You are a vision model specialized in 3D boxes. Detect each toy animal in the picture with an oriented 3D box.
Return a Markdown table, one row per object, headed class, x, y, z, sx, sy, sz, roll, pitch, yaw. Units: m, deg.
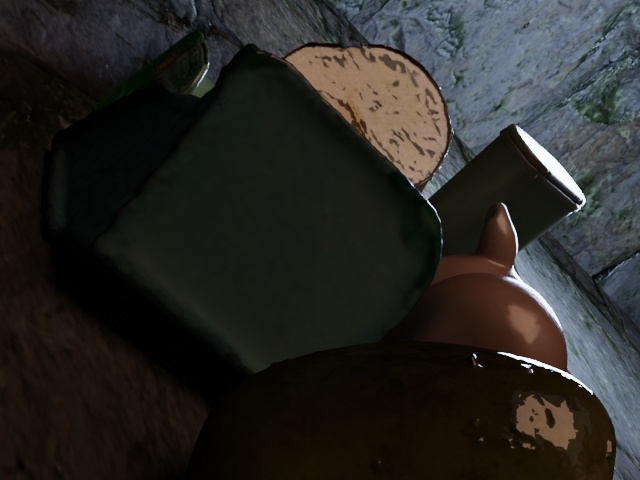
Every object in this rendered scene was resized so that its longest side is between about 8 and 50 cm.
| class | x | y | z | sx | sy | sz | roll | pitch | yaw |
| --- | --- | --- | --- | --- | --- | --- | --- | --- | --- |
| toy animal | 0.150 | 0.112 | 1.337 | 0.326 | 0.269 | 0.237 | -13 | -79 | 64 |

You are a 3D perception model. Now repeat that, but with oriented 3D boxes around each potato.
| class | x | y | z | sx | sy | sz | roll | pitch | yaw |
| --- | --- | --- | --- | --- | --- | --- | --- | --- | --- |
| potato | 0.051 | 0.163 | 0.880 | 0.210 | 0.308 | 0.173 | -85 | 169 | -74 |
| potato | 0.010 | -0.122 | 1.677 | 0.300 | 0.196 | 0.246 | -8 | 69 | -40 |

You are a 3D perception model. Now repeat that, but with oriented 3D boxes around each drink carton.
| class | x | y | z | sx | sy | sz | roll | pitch | yaw |
| --- | --- | --- | --- | --- | --- | --- | --- | --- | --- |
| drink carton | -0.133 | -0.102 | 1.290 | 0.142 | 0.146 | 0.144 | 51 | 13 | -28 |

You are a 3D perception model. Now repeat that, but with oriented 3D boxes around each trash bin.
| class | x | y | z | sx | sy | sz | roll | pitch | yaw |
| --- | --- | --- | --- | --- | --- | --- | --- | --- | --- |
| trash bin | 0.303 | -0.057 | 2.195 | 0.243 | 0.247 | 0.121 | 32 | 23 | -51 |

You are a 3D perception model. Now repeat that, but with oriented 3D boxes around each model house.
| class | x | y | z | sx | sy | sz | roll | pitch | yaw |
| --- | --- | --- | --- | --- | --- | --- | --- | --- | --- |
| model house | -0.084 | -0.021 | 1.138 | 0.280 | 0.230 | 0.249 | 44 | -9 | -28 |

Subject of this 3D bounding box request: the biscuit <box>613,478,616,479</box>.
| class | x | y | z | sx | sy | sz | roll | pitch | yaw |
| --- | --- | --- | --- | --- | --- | --- | --- | --- | --- |
| biscuit | 0.440 | 0.411 | 1.838 | 0.254 | 0.035 | 0.254 | 44 | 15 | -15 |
